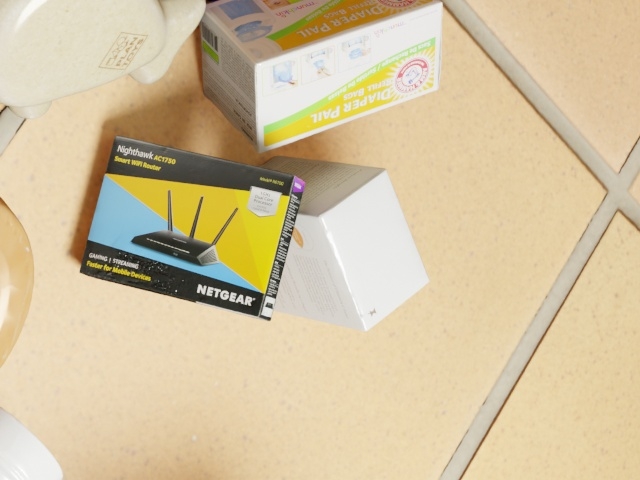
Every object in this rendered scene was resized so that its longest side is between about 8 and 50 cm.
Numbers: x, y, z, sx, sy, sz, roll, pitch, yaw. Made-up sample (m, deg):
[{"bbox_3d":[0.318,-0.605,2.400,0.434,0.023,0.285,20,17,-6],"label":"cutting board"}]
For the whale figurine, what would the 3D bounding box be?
[{"bbox_3d":[-0.220,-0.208,1.645,0.272,0.141,0.216,1,129,-57],"label":"whale figurine"}]

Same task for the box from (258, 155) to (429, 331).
[{"bbox_3d":[0.000,0.000,1.803,0.091,0.170,0.130,-36,118,-30],"label":"box"}]

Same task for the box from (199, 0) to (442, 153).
[{"bbox_3d":[0.002,-0.181,1.777,0.203,0.114,0.103,-21,135,-23],"label":"box"}]

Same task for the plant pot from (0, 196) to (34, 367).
[{"bbox_3d":[-0.359,0.020,1.451,0.291,0.203,0.291,-32,137,-36],"label":"plant pot"}]

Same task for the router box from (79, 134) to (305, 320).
[{"bbox_3d":[-0.116,-0.011,1.716,0.046,0.179,0.133,29,75,-74],"label":"router box"}]

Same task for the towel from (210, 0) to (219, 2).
[{"bbox_3d":[-0.009,-0.331,1.814,0.308,0.076,0.227,3,94,-38],"label":"towel"}]

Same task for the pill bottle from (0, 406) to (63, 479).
[{"bbox_3d":[-0.345,0.264,1.584,0.272,0.152,0.152,-48,121,-23],"label":"pill bottle"}]
